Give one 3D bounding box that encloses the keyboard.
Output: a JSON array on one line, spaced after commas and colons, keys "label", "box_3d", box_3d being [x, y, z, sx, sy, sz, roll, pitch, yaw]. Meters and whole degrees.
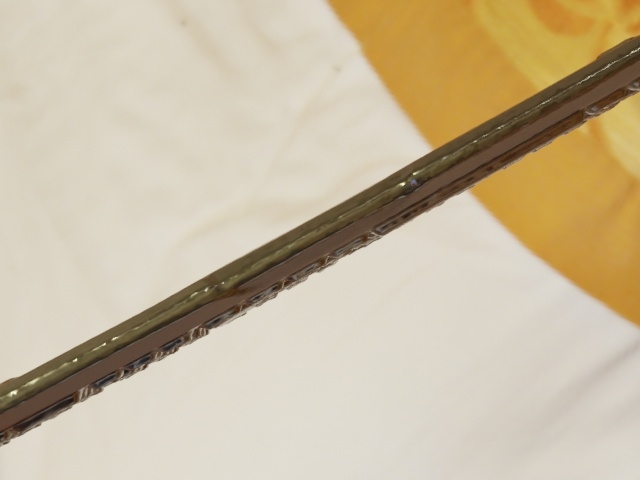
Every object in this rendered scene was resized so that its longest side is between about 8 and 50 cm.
[{"label": "keyboard", "box_3d": [0.000, 0.001, 0.551, 0.262, 0.106, 0.016, -29, 89, 1]}]
